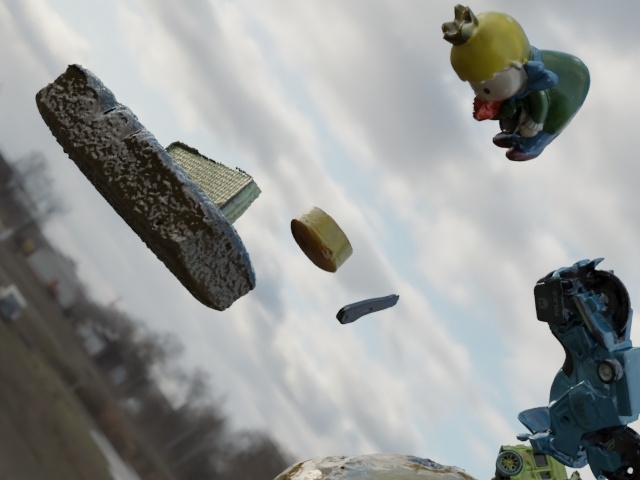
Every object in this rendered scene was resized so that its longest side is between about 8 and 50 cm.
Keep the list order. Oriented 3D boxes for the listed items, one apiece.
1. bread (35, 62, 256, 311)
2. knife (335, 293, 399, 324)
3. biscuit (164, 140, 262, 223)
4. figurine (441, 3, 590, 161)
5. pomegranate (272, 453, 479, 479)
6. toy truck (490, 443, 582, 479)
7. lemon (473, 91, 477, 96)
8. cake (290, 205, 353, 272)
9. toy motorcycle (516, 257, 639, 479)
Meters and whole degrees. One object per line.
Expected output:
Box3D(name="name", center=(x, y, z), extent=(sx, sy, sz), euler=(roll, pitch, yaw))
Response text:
Box3D(name="bread", center=(-0.245, -0.078, 2.183), extent=(0.416, 0.113, 0.165), euler=(45, -8, 36))
Box3D(name="knife", center=(0.077, 0.105, 2.429), extent=(0.018, 0.121, 0.031), euler=(44, -44, 44))
Box3D(name="biscuit", center=(-0.203, -0.065, 2.367), extent=(0.252, 0.150, 0.052), euler=(25, -25, 52))
Box3D(name="figurine", center=(0.248, -0.220, 2.176), extent=(0.234, 0.185, 0.127), euler=(16, 34, -34))
Box3D(name="pomegranate", center=(0.047, 0.291, 1.260), extent=(0.260, 0.260, 0.260), euler=(54, -10, 13))
Box3D(name="toy truck", center=(0.290, 0.353, 1.990), extent=(0.085, 0.116, 0.191), euler=(93, -11, -55))
Box3D(name="lemon", center=(0.298, -0.230, 2.328), extent=(0.114, 0.155, 0.114), euler=(-178, -90, -70))
Box3D(name="cake", center=(0.000, 0.000, 1.884), extent=(0.084, 0.044, 0.084), euler=(48, -13, 15))
Box3D(name="toy motorcycle", center=(0.308, 0.156, 1.838), extent=(0.182, 0.123, 0.272), euler=(-3, -86, 51))
